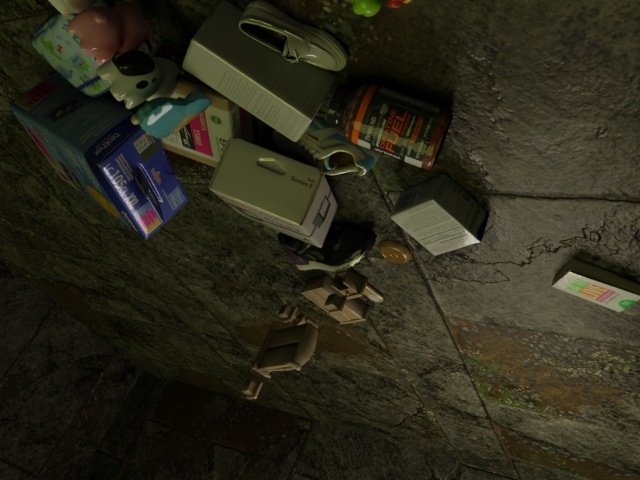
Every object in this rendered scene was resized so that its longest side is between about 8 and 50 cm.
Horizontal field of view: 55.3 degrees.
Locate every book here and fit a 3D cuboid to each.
[{"bbox_3d":[0.548,0.091,1.213,0.144,0.035,0.096,21,155,7],"label":"book"}]

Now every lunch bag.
[{"bbox_3d":[-0.449,-0.376,1.196,0.219,0.090,0.176,-3,142,44],"label":"lunch bag"}]

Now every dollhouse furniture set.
[{"bbox_3d":[-0.006,0.287,1.641,0.173,0.356,0.303,38,149,-21],"label":"dollhouse furniture set"}]

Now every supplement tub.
[{"bbox_3d":[0.111,-0.196,1.015,0.197,0.106,0.106,21,151,10],"label":"supplement tub"}]

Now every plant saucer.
[{"bbox_3d":[0.173,0.030,1.428,0.083,0.015,0.083,20,151,11],"label":"plant saucer"}]

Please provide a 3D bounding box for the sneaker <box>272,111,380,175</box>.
[{"bbox_3d":[0.002,-0.179,1.145,0.228,0.092,0.087,11,149,28],"label":"sneaker"}]

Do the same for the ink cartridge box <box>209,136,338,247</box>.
[{"bbox_3d":[-0.084,-0.089,1.243,0.198,0.115,0.273,22,174,11],"label":"ink cartridge box"}]

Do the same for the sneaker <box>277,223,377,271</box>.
[{"bbox_3d":[0.000,0.000,1.434,0.283,0.107,0.124,-12,128,48],"label":"sneaker"}]

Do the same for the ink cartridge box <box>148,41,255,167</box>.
[{"bbox_3d":[-0.237,-0.256,1.219,0.193,0.088,0.235,22,150,11],"label":"ink cartridge box"}]

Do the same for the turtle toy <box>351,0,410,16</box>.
[{"bbox_3d":[0.092,-0.350,0.819,0.095,0.066,0.130,38,149,-21],"label":"turtle toy"}]

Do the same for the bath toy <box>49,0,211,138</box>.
[{"bbox_3d":[-0.335,-0.345,1.038,0.348,0.129,0.151,54,-179,0],"label":"bath toy"}]

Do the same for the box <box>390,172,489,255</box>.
[{"bbox_3d":[0.233,-0.048,1.192,0.137,0.072,0.126,39,149,-20],"label":"box"}]

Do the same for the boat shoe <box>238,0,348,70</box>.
[{"bbox_3d":[-0.045,-0.319,0.983,0.184,0.063,0.066,31,151,-9],"label":"boat shoe"}]

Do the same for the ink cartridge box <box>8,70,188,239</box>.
[{"bbox_3d":[-0.469,-0.180,1.369,0.395,0.151,0.270,29,155,27],"label":"ink cartridge box"}]

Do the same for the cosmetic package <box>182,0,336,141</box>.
[{"bbox_3d":[-0.101,-0.284,1.033,0.231,0.117,0.085,33,149,-9],"label":"cosmetic package"}]
